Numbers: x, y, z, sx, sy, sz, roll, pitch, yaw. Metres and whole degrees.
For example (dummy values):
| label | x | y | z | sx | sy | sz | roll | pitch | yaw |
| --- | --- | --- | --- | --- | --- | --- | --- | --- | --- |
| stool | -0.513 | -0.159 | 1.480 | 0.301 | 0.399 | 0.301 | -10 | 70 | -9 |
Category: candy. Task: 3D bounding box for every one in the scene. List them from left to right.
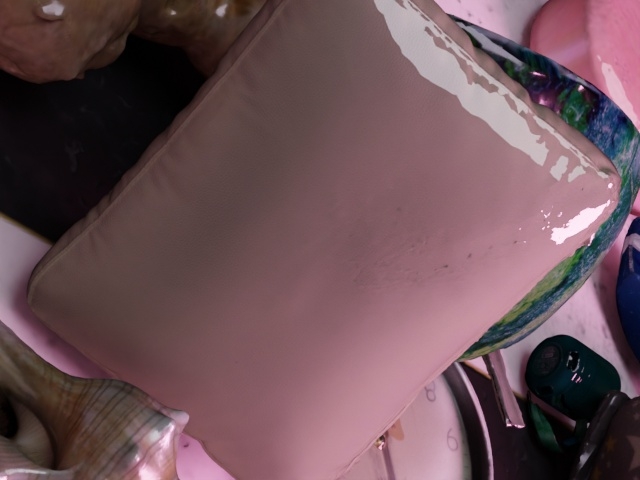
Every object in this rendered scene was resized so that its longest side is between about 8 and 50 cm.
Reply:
| label | x | y | z | sx | sy | sz | roll | pitch | yaw |
| --- | --- | --- | --- | --- | --- | --- | --- | --- | --- |
| candy | 0.311 | -0.140 | 1.642 | 0.255 | 0.094 | 0.255 | 25 | 53 | -38 |

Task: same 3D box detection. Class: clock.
| label | x | y | z | sx | sy | sz | roll | pitch | yaw |
| --- | --- | --- | --- | --- | --- | --- | --- | --- | --- |
| clock | 0.040 | 0.148 | 1.237 | 0.226 | 0.049 | 0.226 | 25 | 53 | -37 |

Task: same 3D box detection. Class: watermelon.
| label | x | y | z | sx | sy | sz | roll | pitch | yaw |
| --- | --- | --- | --- | --- | --- | --- | --- | --- | --- |
| watermelon | 0.096 | -0.007 | 1.242 | 0.292 | 0.319 | 0.222 | 25 | 76 | -12 |

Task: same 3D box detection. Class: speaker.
| label | x | y | z | sx | sy | sz | roll | pitch | yaw |
| --- | --- | --- | --- | --- | --- | --- | --- | --- | --- |
| speaker | 0.208 | 0.134 | 1.429 | 0.075 | 0.060 | 0.094 | 34 | 84 | -31 |

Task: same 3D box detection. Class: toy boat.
| label | x | y | z | sx | sy | sz | roll | pitch | yaw |
| --- | --- | --- | --- | --- | --- | --- | --- | --- | --- |
| toy boat | 0.365 | 0.051 | 1.628 | 0.210 | 0.070 | 0.291 | 55 | 37 | -17 |

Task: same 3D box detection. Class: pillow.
| label | x | y | z | sx | sy | sz | roll | pitch | yaw |
| --- | --- | --- | --- | --- | --- | --- | --- | --- | --- |
| pillow | 0.000 | 0.000 | 1.055 | 0.255 | 0.322 | 0.120 | 41 | 18 | -12 |

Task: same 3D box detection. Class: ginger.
| label | x | y | z | sx | sy | sz | roll | pitch | yaw |
| --- | --- | --- | --- | --- | --- | --- | --- | --- | --- |
| ginger | -0.128 | -0.212 | 1.160 | 0.304 | 0.155 | 0.244 | 5 | 65 | -45 |

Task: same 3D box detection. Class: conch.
| label | x | y | z | sx | sy | sz | roll | pitch | yaw |
| --- | --- | --- | --- | --- | --- | --- | --- | --- | --- |
| conch | -0.163 | 0.133 | 0.993 | 0.234 | 0.114 | 0.137 | 22 | 34 | 5 |

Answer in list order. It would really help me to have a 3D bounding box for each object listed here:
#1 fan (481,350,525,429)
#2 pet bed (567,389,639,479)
| label | x | y | z | sx | sy | sz | roll | pitch | yaw |
| --- | --- | --- | --- | --- | --- | --- | --- | --- | --- |
| fan | 0.111 | 0.008 | 1.362 | 0.230 | 0.011 | 0.335 | 15 | 46 | -35 |
| pet bed | 0.319 | 0.229 | 1.414 | 0.211 | 0.159 | 0.183 | 30 | 50 | -45 |
